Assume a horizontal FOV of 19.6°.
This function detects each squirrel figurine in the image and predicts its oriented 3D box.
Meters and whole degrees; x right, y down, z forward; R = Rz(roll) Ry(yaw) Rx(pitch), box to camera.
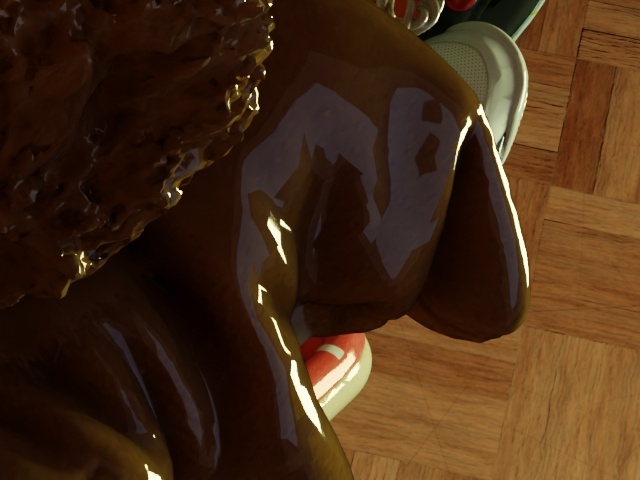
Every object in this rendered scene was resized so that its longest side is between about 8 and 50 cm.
[{"bbox_3d":[-0.114,0.008,0.716,0.370,0.281,0.397,-58,147,-44],"label":"squirrel figurine"}]

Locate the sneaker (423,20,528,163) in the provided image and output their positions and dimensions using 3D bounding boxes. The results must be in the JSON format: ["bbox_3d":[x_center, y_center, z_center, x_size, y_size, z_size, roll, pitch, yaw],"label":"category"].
[{"bbox_3d":[0.007,-0.058,1.360,0.366,0.137,0.210,-39,161,-8],"label":"sneaker"}]

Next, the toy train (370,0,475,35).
[{"bbox_3d":[0.039,-0.149,1.227,0.248,0.105,0.143,-73,-173,-48],"label":"toy train"}]

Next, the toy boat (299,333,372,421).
[{"bbox_3d":[-0.058,0.118,1.800,0.231,0.151,0.151,-40,108,-49],"label":"toy boat"}]

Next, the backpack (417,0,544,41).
[{"bbox_3d":[0.058,-0.245,1.542,0.355,0.290,0.273,105,-13,-49],"label":"backpack"}]
